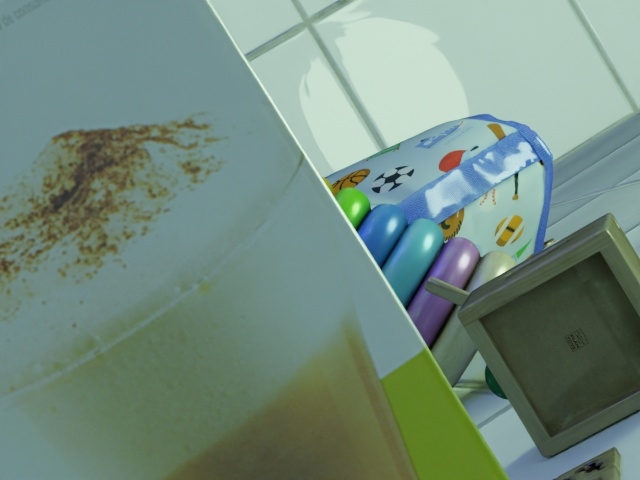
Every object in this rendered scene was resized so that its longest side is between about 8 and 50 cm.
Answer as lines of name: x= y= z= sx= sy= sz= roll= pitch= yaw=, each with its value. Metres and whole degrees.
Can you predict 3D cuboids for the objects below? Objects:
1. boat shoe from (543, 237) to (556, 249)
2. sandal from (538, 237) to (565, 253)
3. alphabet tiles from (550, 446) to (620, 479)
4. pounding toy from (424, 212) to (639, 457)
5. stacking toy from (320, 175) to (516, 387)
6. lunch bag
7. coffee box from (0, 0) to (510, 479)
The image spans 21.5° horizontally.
boat shoe: x=0.202 y=0.034 z=1.928 sx=0.178 sy=0.060 sz=0.064 roll=-29 pitch=3 yaw=44
sandal: x=0.210 y=0.039 z=1.458 sx=0.102 sy=0.076 sz=0.265 roll=-31 pitch=2 yaw=11
alphabet tiles: x=0.063 y=0.189 z=0.945 sx=0.237 sy=0.009 sz=0.198 roll=-30 pitch=2 yaw=14
pounding toy: x=0.152 y=0.057 z=1.103 sx=0.141 sy=0.130 sz=0.100 roll=-31 pitch=2 yaw=16
stacking toy: x=0.000 y=0.000 z=1.483 sx=0.141 sy=0.330 sz=0.141 roll=-60 pitch=-3 yaw=-5
lunch bag: x=0.043 y=0.039 z=1.773 sx=0.328 sy=0.239 sz=0.385 roll=-32 pitch=-6 yaw=-33
coffee box: x=-0.141 y=0.128 z=0.664 sx=0.337 sy=0.334 sz=0.338 roll=-32 pitch=3 yaw=-13
